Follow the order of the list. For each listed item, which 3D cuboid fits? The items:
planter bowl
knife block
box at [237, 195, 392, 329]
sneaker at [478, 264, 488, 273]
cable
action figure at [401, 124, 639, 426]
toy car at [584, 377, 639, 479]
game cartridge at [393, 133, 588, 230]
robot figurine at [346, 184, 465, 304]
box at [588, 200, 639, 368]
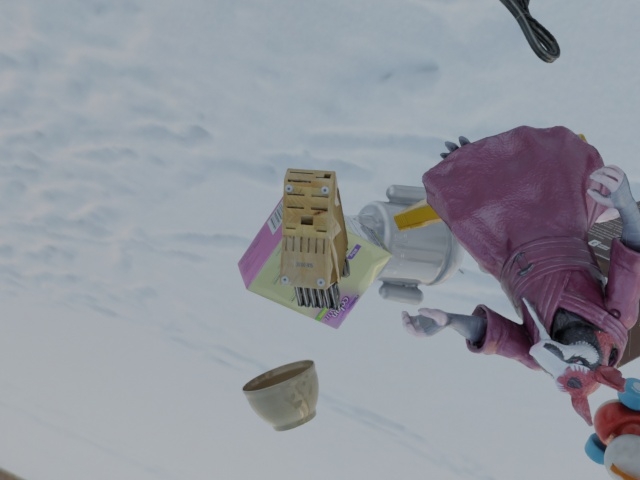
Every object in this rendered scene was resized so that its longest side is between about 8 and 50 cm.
[{"bbox_3d":[-0.071,0.331,1.704,0.162,0.162,0.109,-13,97,56],"label":"planter bowl"},{"bbox_3d":[0.000,0.000,1.499,0.088,0.275,0.242,5,-170,12],"label":"knife block"},{"bbox_3d":[-0.014,0.040,1.745,0.243,0.213,0.117,26,-163,-27],"label":"box"},{"bbox_3d":[0.352,0.005,1.561,0.051,0.134,0.070,40,-166,-20],"label":"sneaker"},{"bbox_3d":[0.454,-0.533,1.832,0.140,0.287,0.072,-4,152,-36],"label":"cable"},{"bbox_3d":[0.238,0.045,0.887,0.248,0.370,0.275,-25,136,18],"label":"action figure"},{"bbox_3d":[0.697,0.468,1.768,0.210,0.238,0.219,22,122,8],"label":"toy car"},{"bbox_3d":[0.321,-0.104,1.594,0.052,0.285,0.324,65,162,-1],"label":"game cartridge"},{"bbox_3d":[0.214,0.010,2.044,0.354,0.299,0.200,6,-179,-26],"label":"robot figurine"},{"bbox_3d":[0.560,0.037,1.306,0.143,0.382,0.191,33,138,52],"label":"box"}]
